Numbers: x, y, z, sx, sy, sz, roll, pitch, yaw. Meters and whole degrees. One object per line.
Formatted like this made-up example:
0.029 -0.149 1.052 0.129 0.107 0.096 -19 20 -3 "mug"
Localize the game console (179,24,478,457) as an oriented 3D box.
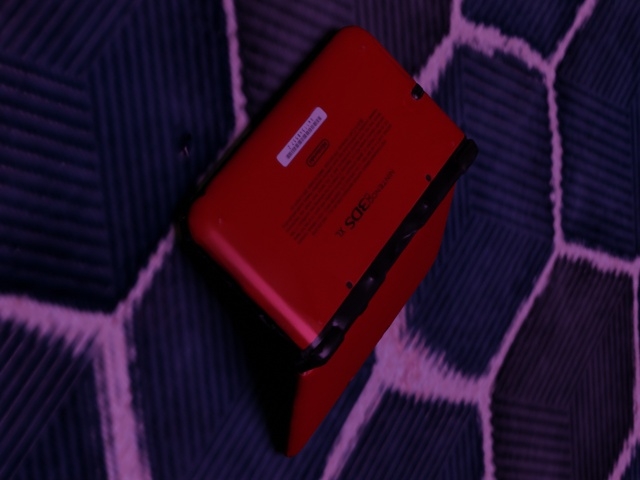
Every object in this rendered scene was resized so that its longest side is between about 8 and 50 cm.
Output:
0.000 0.000 0.811 0.124 0.085 0.144 46 54 -12 "game console"
